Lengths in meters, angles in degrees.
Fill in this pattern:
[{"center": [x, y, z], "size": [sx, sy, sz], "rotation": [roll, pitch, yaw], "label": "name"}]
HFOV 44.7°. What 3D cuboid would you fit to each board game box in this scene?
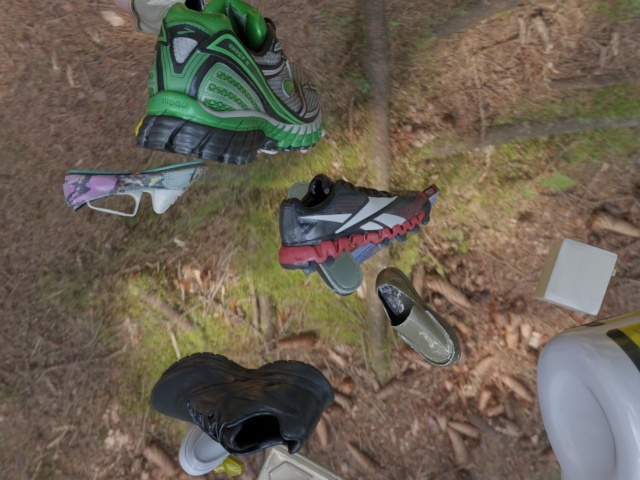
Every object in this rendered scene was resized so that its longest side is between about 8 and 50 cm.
[{"center": [0.158, -0.023, 1.846], "size": [0.281, 0.145, 0.027], "rotation": [-34, 72, -20], "label": "board game box"}]

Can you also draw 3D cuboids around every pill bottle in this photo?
[{"center": [0.407, 0.144, 0.776], "size": [0.334, 0.188, 0.187], "rotation": [-13, 106, -11], "label": "pill bottle"}]

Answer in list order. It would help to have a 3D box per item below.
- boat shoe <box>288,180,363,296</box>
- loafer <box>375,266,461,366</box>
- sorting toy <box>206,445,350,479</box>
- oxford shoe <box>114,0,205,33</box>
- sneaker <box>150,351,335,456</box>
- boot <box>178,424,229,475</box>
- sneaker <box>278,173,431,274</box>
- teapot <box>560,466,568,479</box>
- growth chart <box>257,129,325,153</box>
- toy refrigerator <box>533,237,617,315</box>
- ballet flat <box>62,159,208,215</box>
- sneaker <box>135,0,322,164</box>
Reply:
[{"center": [0.000, 0.000, 1.434], "size": [0.081, 0.068, 0.227], "rotation": [-24, 79, -15], "label": "boat shoe"}, {"center": [0.115, 0.101, 0.967], "size": [0.148, 0.050, 0.056], "rotation": [49, 120, 7], "label": "loafer"}, {"center": [-0.077, 0.503, 1.516], "size": [0.307, 0.041, 0.229], "rotation": [26, 104, 15], "label": "sorting toy"}, {"center": [-0.316, -0.484, 1.639], "size": [0.147, 0.397, 0.140], "rotation": [24, 100, -3], "label": "oxford shoe"}, {"center": [-0.129, 0.234, 1.090], "size": [0.286, 0.130, 0.109], "rotation": [-6, 125, 27], "label": "sneaker"}, {"center": [-0.162, 0.350, 1.523], "size": [0.095, 0.258, 0.123], "rotation": [50, 131, -1], "label": "boot"}, {"center": [0.052, -0.048, 1.201], "size": [0.276, 0.098, 0.135], "rotation": [-18, 102, -25], "label": "sneaker"}, {"center": [0.482, 0.340, 1.113], "size": [0.187, 0.252, 0.255], "rotation": [12, 96, -13], "label": "teapot"}, {"center": [-0.121, -0.193, 1.537], "size": [0.237, 0.172, 0.021], "rotation": [-3, 83, -10], "label": "growth chart"}, {"center": [0.430, 0.065, 1.320], "size": [0.094, 0.269, 0.102], "rotation": [19, 90, 13], "label": "toy refrigerator"}, {"center": [-0.283, -0.078, 1.209], "size": [0.222, 0.077, 0.079], "rotation": [-7, 90, -17], "label": "ballet flat"}, {"center": [-0.068, -0.169, 0.806], "size": [0.134, 0.343, 0.146], "rotation": [14, 105, 9], "label": "sneaker"}]
